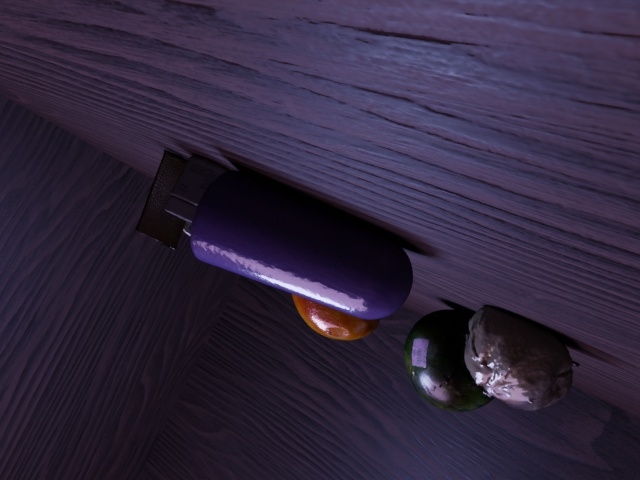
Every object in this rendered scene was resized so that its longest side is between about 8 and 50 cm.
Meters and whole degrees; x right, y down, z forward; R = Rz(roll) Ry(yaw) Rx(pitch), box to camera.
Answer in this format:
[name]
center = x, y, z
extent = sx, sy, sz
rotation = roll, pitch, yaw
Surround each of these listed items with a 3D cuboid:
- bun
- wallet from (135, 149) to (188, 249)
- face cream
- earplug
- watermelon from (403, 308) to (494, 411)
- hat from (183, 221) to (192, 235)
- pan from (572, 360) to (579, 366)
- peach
[bun]
center = 0.488, 0.308, 1.225
extent = 0.281, 0.205, 0.281
rotation = 25, 173, 3
[wallet]
center = -0.410, -0.111, 1.346
extent = 0.132, 0.243, 0.039
rotation = 24, -171, 5
[face cream]
center = -0.274, -0.106, 1.213
extent = 0.177, 0.153, 0.177
rotation = 25, 176, 2
[earplug]
center = -0.029, 0.024, 1.024
extent = 0.455, 0.215, 0.215
rotation = 22, 174, 17
[watermelon]
center = 0.455, 0.404, 1.667
extent = 0.363, 0.364, 0.363
rotation = 26, 175, 2
[hat]
center = -0.284, -0.084, 1.430
extent = 0.274, 0.232, 0.161
rotation = 15, -155, 5
[pan]
center = 0.723, 0.366, 1.610
extent = 0.235, 0.028, 0.136
rotation = 23, 174, 38
[peach]
center = 0.048, 0.173, 1.583
extent = 0.307, 0.289, 0.288
rotation = 25, 177, -37
